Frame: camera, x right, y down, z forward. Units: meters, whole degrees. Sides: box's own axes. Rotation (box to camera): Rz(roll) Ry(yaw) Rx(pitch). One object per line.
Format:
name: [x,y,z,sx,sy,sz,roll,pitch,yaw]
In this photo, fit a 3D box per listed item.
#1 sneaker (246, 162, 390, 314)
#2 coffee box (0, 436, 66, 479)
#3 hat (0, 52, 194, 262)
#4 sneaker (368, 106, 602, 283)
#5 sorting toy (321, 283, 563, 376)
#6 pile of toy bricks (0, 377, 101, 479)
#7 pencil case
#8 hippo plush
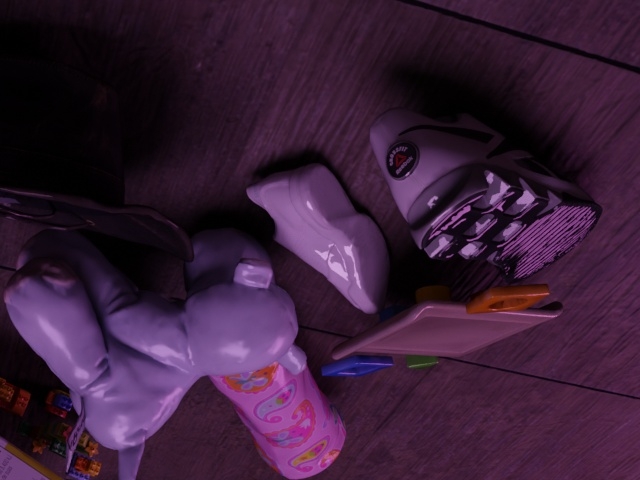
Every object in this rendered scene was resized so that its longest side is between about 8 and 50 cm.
sneaker: [0.000,0.000,1.151,0.094,0.080,0.212,-6,137,29]
coffee box: [-0.509,0.385,1.291,0.334,0.338,0.338,39,147,-18]
hat: [-0.247,-0.084,0.959,0.331,0.134,0.331,14,172,2]
sneaker: [0.158,-0.053,1.050,0.122,0.146,0.330,-42,152,17]
sorting toy: [0.132,0.085,1.200,0.196,0.047,0.348,1,161,-29]
pile of toy bricks: [-0.332,0.246,1.408,0.212,0.118,0.105,32,151,-35]
pencil case: [-0.056,0.173,1.327,0.124,0.124,0.284,-9,140,13]
hippo plush: [-0.153,0.071,1.104,0.237,0.294,0.234,-26,124,5]
